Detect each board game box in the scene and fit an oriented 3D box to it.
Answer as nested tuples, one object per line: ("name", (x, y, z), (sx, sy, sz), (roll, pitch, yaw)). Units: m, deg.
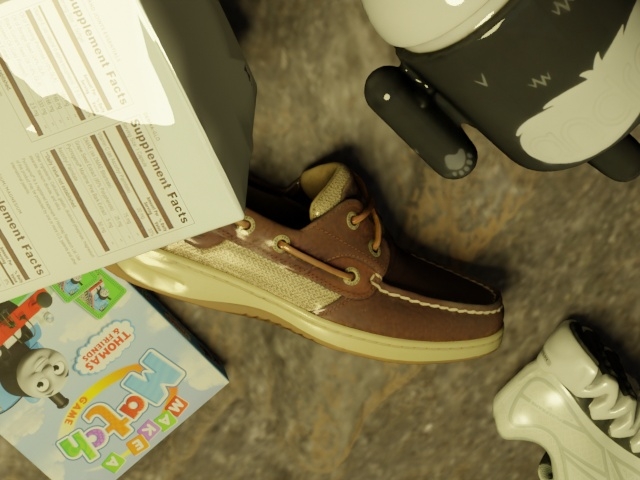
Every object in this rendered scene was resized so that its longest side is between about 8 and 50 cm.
("board game box", (-0.198, 0.089, 1.409), (0.160, 0.039, 0.211), (-41, 118, 4))

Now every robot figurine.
("robot figurine", (0.151, -0.163, 1.326), (0.278, 0.173, 0.209), (39, 55, -27))

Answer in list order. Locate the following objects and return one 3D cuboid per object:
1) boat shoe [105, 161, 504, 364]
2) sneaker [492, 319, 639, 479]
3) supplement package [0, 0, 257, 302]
("boat shoe", (0.000, 0.000, 1.384), (0.342, 0.123, 0.123), (17, 109, -15))
("sneaker", (0.264, 0.198, 1.561), (0.118, 0.110, 0.292), (-40, 110, 13))
("supplement package", (-0.202, -0.098, 1.199), (0.263, 0.199, 0.198), (-19, 118, 12))
